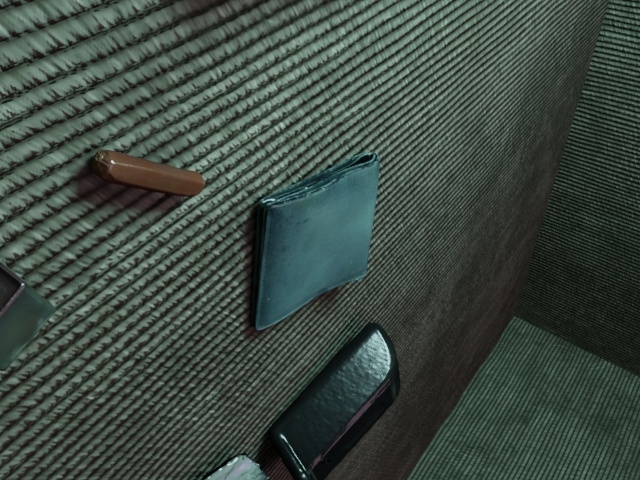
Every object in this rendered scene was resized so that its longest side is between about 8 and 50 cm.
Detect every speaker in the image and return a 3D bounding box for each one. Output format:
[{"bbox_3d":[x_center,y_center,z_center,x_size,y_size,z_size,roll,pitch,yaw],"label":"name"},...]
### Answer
[{"bbox_3d":[0.059,0.389,1.155,0.388,0.184,0.180,-43,146,-22],"label":"speaker"}]

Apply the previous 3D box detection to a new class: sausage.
[{"bbox_3d":[-0.180,-0.069,0.573,0.147,0.030,0.035,5,108,-59],"label":"sausage"}]

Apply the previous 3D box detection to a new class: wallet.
[{"bbox_3d":[0.001,0.000,0.902,0.290,0.054,0.251,-30,136,-42],"label":"wallet"}]

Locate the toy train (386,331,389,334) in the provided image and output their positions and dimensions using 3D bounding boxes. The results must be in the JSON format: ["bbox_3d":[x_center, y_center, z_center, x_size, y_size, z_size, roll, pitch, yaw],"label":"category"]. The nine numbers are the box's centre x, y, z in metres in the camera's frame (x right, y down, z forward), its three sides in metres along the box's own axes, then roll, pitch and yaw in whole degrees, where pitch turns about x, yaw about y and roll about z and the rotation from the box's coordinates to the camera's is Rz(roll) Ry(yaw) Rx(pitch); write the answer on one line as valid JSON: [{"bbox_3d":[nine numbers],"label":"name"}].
[{"bbox_3d":[0.140,0.269,1.364,0.093,0.038,0.056,-31,131,-44],"label":"toy train"}]

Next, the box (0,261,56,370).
[{"bbox_3d":[-0.292,0.069,0.481,0.085,0.060,0.063,-55,155,-16],"label":"box"}]

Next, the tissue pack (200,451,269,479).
[{"bbox_3d":[-0.210,0.571,0.967,0.245,0.123,0.332,-25,130,-41],"label":"tissue pack"}]
